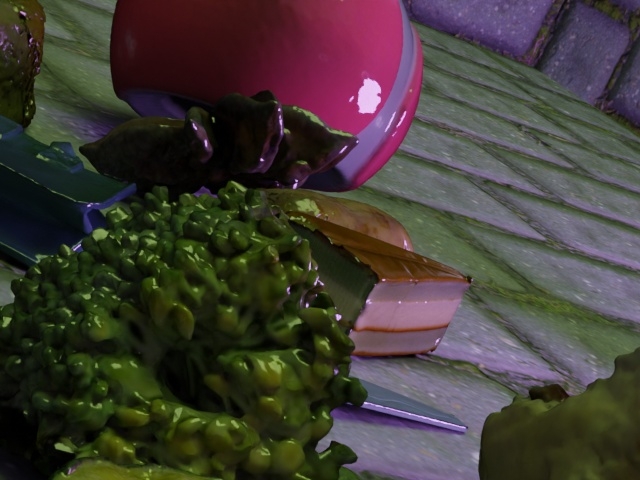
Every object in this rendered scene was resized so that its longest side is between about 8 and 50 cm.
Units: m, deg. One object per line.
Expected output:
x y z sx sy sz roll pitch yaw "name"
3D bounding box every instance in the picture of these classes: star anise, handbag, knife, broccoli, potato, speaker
-0.074 -0.072 1.512 0.212 0.073 0.197 -13 -14 43 "star anise"
-0.254 -0.059 1.307 0.229 0.062 0.179 26 11 0 "handbag"
-0.010 0.095 1.247 0.080 0.044 0.331 28 6 37 "knife"
-0.040 0.064 0.984 0.273 0.180 0.242 25 13 -10 "broccoli"
0.000 0.000 1.499 0.170 0.080 0.107 8 6 -46 "potato"
-0.046 -0.166 1.689 0.294 0.294 0.294 25 14 -7 "speaker"

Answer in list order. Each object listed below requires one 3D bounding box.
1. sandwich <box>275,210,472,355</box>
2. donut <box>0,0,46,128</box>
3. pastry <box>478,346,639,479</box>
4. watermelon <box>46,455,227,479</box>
0.030 0.031 1.449 0.113 0.079 0.163 35 17 28 "sandwich"
-0.352 -0.193 1.522 0.272 0.107 0.272 24 12 -6 "donut"
0.226 0.174 1.038 0.256 0.236 0.170 32 51 -25 "pastry"
-0.020 0.181 0.699 0.232 0.127 0.204 29 13 15 "watermelon"
